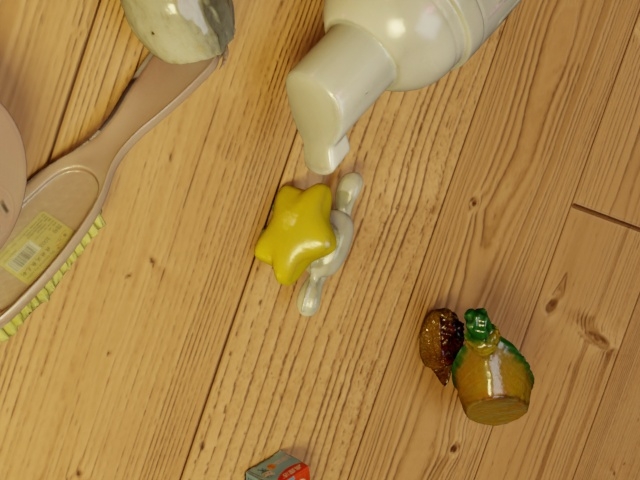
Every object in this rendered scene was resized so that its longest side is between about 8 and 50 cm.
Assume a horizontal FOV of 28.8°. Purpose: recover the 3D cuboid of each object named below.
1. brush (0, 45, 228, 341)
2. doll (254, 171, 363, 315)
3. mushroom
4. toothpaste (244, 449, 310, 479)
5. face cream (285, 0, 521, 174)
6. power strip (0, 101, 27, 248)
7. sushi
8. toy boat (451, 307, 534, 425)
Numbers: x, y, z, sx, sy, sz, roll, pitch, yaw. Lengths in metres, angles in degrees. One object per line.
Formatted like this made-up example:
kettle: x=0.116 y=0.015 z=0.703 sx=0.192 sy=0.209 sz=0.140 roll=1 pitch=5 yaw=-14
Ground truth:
brush: x=-0.173 y=-0.045 z=0.952 sx=0.313 sy=0.072 sz=0.067 roll=-54 pitch=160 yaw=-20
doll: x=0.003 y=-0.007 z=1.151 sx=0.135 sy=0.072 sz=0.113 roll=-56 pitch=146 yaw=-20
mushroom: x=-0.115 y=-0.242 z=0.906 sx=0.092 sy=0.081 sz=0.223 roll=-21 pitch=121 yaw=-19
toothpaste: x=-0.033 y=0.305 z=1.264 sx=0.070 sy=0.044 sz=0.193 roll=-25 pitch=124 yaw=-40
face cream: x=0.091 y=-0.219 z=1.084 sx=0.369 sy=0.145 sz=0.145 roll=-50 pitch=136 yaw=-22
power strip: x=-0.276 y=-0.041 z=0.819 sx=0.154 sy=0.078 sz=0.154 roll=-23 pitch=123 yaw=-41
sushi: x=0.136 y=0.108 z=1.356 sx=0.050 sy=0.047 sz=0.099 roll=-40 pitch=136 yaw=-32
toy boat: x=0.188 y=0.144 z=1.362 sx=0.229 sy=0.089 sz=0.088 roll=59 pitch=24 yaw=-67
